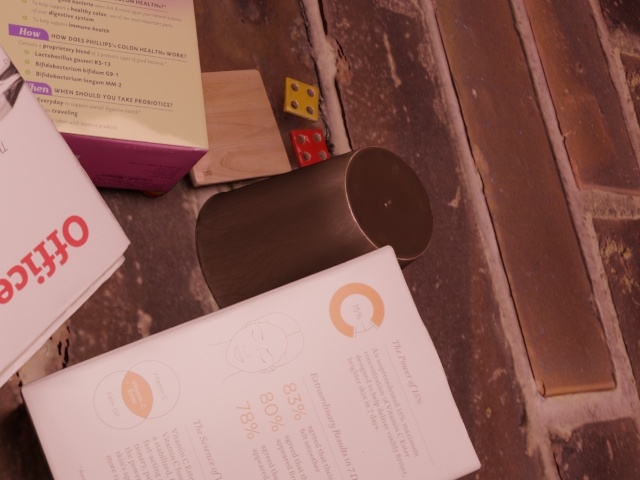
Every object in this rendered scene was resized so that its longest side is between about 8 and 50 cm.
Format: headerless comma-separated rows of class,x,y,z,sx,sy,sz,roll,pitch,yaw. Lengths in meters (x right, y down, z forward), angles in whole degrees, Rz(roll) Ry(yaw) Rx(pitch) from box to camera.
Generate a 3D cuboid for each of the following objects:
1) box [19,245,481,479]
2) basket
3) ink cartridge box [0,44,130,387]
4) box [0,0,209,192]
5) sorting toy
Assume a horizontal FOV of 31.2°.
box,-0.068,0.173,1.036,0.345,0.168,0.215,-20,84,-16
basket,0.000,0.000,1.248,0.154,0.227,0.204,-29,92,-47
ink cartridge box,-0.357,-0.061,0.789,0.394,0.166,0.285,60,40,-18
box,-0.243,-0.187,1.164,0.214,0.117,0.242,4,68,-30
sorting toy,-0.109,-0.127,1.330,0.275,0.046,0.132,-11,78,-38
